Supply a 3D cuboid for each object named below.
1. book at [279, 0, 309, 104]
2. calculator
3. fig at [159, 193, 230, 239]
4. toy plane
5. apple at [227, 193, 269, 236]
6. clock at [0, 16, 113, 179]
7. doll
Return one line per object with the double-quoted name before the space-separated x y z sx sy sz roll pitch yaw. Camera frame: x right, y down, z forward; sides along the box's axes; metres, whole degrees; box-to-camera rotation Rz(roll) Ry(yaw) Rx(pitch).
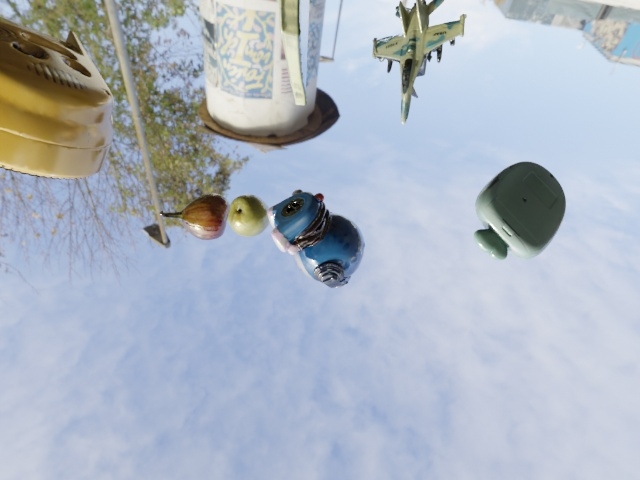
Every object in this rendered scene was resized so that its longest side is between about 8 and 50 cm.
"book" -0.038 -0.454 0.678 0.043 0.260 0.371 1 -93 0
"calculator" 0.437 -0.066 0.885 0.299 0.041 0.185 -40 -94 -27
"fig" -0.392 -0.069 1.347 0.202 0.149 0.148 -19 -167 -2
"toy plane" 0.181 -0.347 0.790 0.192 0.262 0.088 4 179 34
"apple" -0.309 -0.109 1.760 0.200 0.200 0.200 5 -137 -5
"clock" -0.459 -0.225 0.623 0.317 0.200 0.244 42 -156 31
"doll" 0.000 0.000 1.265 0.240 0.310 0.284 -25 -144 20
